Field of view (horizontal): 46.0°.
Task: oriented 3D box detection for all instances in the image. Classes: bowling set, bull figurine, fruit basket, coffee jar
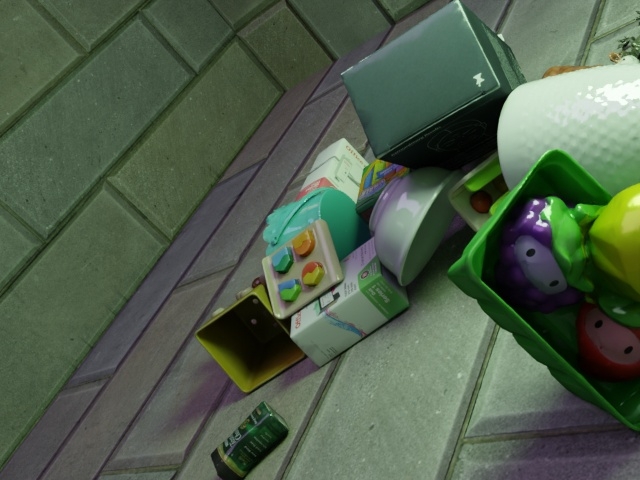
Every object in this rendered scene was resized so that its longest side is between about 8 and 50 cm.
[{"bbox_3d":[-0.151,0.182,2.166,0.287,0.154,0.200,-35,3,23],"label":"bowling set"},{"bbox_3d":[0.631,-0.363,1.828,0.188,0.101,0.310,-48,22,-8],"label":"bull figurine"},{"bbox_3d":[0.410,0.051,1.046,0.283,0.392,0.392,-50,22,-18],"label":"fruit basket"},{"bbox_3d":[-0.162,0.456,1.690,0.184,0.079,0.096,-45,21,-5],"label":"coffee jar"}]

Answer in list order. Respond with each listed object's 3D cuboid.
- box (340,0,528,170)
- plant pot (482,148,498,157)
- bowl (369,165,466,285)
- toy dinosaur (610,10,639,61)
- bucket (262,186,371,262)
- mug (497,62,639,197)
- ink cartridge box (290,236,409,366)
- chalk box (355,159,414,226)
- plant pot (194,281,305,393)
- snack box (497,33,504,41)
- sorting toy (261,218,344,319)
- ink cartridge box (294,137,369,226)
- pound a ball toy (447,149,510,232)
[{"bbox_3d":[0.283,-0.314,1.670,0.293,0.212,0.395,-28,-14,25],"label":"box"},{"bbox_3d":[0.425,-0.333,2.013,0.284,0.191,0.284,-36,22,18],"label":"plant pot"},{"bbox_3d":[0.204,-0.055,1.722,0.298,0.134,0.298,-49,-22,-28],"label":"bowl"},{"bbox_3d":[0.811,-0.519,1.875,0.268,0.064,0.118,-41,27,-2],"label":"toy dinosaur"},{"bbox_3d":[0.000,0.000,2.036,0.183,0.281,0.281,-22,28,31],"label":"bucket"},{"bbox_3d":[0.582,-0.205,1.435,0.374,0.276,0.328,-20,10,-39],"label":"mug"},{"bbox_3d":[0.066,0.146,1.828,0.278,0.117,0.201,-37,22,18],"label":"ink cartridge box"},{"bbox_3d":[0.217,-0.102,1.958,0.179,0.180,0.289,-32,24,27],"label":"chalk box"},{"bbox_3d":[-0.165,0.232,1.982,0.212,0.212,0.187,-35,10,19],"label":"plant pot"},{"bbox_3d":[0.401,-0.451,1.849,0.064,0.022,0.178,-24,-8,-2],"label":"snack box"},{"bbox_3d":[-0.053,0.068,1.858,0.208,0.038,0.193,-34,52,23],"label":"sorting toy"},{"bbox_3d":[0.061,-0.144,2.267,0.117,0.207,0.283,-30,24,38],"label":"ink cartridge box"},{"bbox_3d":[0.425,-0.096,1.642,0.319,0.208,0.136,-38,-6,-23],"label":"pound a ball toy"}]
